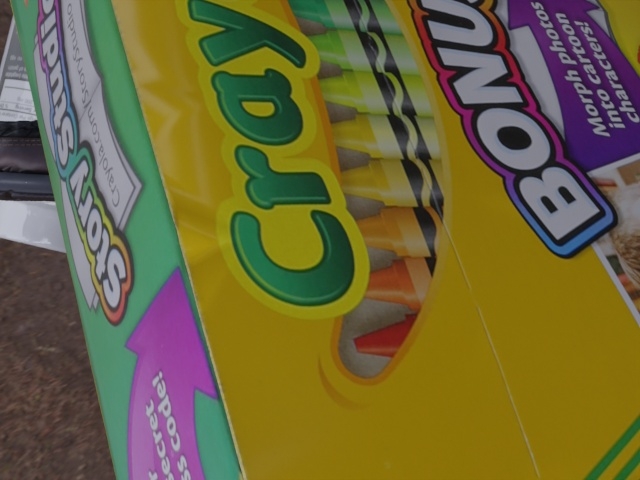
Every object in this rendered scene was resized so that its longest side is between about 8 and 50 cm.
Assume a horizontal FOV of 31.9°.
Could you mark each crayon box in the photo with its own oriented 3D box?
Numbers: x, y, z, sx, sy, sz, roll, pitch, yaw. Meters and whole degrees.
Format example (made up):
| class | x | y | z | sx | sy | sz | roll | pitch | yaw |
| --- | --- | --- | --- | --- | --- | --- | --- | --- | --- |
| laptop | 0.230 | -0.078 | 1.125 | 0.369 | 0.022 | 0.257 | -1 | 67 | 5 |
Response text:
| class | x | y | z | sx | sy | sz | roll | pitch | yaw |
| --- | --- | --- | --- | --- | --- | --- | --- | --- | --- |
| crayon box | 0.045 | -0.047 | 0.485 | 0.106 | 0.313 | 0.363 | -50 | 50 | 45 |

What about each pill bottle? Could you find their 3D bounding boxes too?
| class | x | y | z | sx | sy | sz | roll | pitch | yaw |
| --- | --- | --- | --- | --- | --- | --- | --- | --- | --- |
| pill bottle | -0.250 | -0.131 | 1.136 | 0.161 | 0.161 | 0.283 | 13 | 87 | 6 |

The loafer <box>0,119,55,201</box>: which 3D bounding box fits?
| class | x | y | z | sx | sy | sz | roll | pitch | yaw |
| --- | --- | --- | --- | --- | --- | --- | --- | --- | --- |
| loafer | -0.081 | -0.070 | 0.692 | 0.302 | 0.109 | 0.095 | -1 | 94 | -34 |
